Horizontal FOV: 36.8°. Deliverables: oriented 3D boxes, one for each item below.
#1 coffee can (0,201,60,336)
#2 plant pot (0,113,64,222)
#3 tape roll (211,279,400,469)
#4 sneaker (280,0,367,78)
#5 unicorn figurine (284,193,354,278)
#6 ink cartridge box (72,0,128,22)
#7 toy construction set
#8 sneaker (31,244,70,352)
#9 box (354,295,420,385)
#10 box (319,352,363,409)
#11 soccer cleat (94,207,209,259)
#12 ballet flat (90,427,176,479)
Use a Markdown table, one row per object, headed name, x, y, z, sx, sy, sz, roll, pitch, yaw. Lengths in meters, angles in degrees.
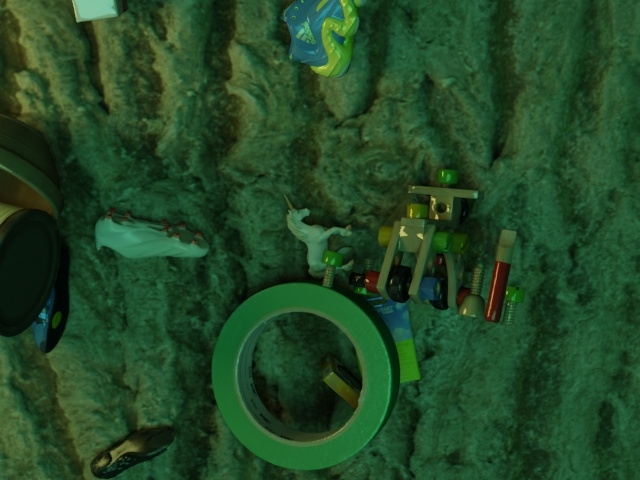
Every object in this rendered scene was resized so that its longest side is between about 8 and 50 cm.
| name | x | y | z | sx | sy | sz | roll | pitch | yaw |
| --- | --- | --- | --- | --- | --- | --- | --- | --- | --- |
| coffee can | -0.580 | 0.020 | 1.509 | 0.275 | 0.201 | 0.201 | 14 | 109 | 13 |
| plant pot | -0.507 | -0.125 | 1.529 | 0.237 | 0.237 | 0.110 | 26 | 65 | -12 |
| tape roll | -0.026 | 0.229 | 1.660 | 0.321 | 0.077 | 0.321 | 0 | 91 | 16 |
| sneaker | 0.007 | -0.378 | 1.510 | 0.126 | 0.091 | 0.240 | 10 | 109 | -7 |
| unicorn figurine | 0.000 | 0.000 | 1.658 | 0.111 | 0.060 | 0.162 | -5 | 109 | -3 |
| ink cartridge box | -0.348 | -0.438 | 1.452 | 0.067 | 0.115 | 0.198 | -8 | 109 | -1 |
| toy construction set | 0.204 | -0.005 | 1.549 | 0.257 | 0.309 | 0.237 | 13 | 88 | -38 |
| sneaker | -0.484 | 0.092 | 1.661 | 0.082 | 0.069 | 0.209 | 12 | 111 | 12 |
| box | 0.113 | 0.175 | 1.737 | 0.109 | 0.042 | 0.178 | -12 | 109 | -1 |
| box | 0.057 | 0.269 | 1.746 | 0.136 | 0.081 | 0.028 | 42 | 101 | -16 |
| soccer cleat | -0.287 | 0.003 | 1.641 | 0.196 | 0.068 | 0.076 | 14 | 113 | -1 |
| ballet flat | -0.346 | 0.393 | 1.788 | 0.173 | 0.057 | 0.049 | -24 | 150 | 5 |
